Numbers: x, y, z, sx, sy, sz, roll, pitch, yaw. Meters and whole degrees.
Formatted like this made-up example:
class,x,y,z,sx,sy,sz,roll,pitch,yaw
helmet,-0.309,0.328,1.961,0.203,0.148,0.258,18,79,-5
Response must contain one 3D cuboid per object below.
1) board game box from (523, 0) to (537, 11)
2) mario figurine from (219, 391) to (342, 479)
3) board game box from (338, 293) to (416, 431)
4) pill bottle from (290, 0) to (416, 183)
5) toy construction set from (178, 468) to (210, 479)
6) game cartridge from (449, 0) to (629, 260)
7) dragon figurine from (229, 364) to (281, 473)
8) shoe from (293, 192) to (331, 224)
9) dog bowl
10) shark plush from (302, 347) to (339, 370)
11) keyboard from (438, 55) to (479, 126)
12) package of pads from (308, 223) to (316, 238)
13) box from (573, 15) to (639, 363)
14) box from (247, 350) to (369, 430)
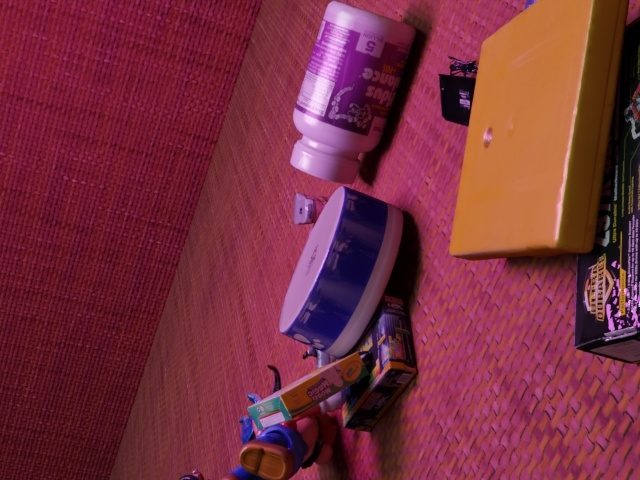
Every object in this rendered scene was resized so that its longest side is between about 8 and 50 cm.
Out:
class,x,y,z,sx,sy,sz,roll,pitch,yaw
board game box,0.292,-0.268,1.143,0.136,0.035,0.201,-148,73,-71
mario figurine,-0.038,0.338,1.450,0.170,0.198,0.320,68,-165,-3
board game box,0.083,0.189,1.413,0.141,0.048,0.170,-95,26,-43
pill bottle,0.049,-0.262,1.656,0.169,0.169,0.301,-125,51,-67
toy construction set,-0.310,0.672,2.037,0.237,0.257,0.309,54,167,9
game cartridge,0.233,-0.121,1.014,0.324,0.053,0.285,171,109,-79
dragon figurine,-0.111,0.378,1.795,0.144,0.085,0.289,-97,27,-48
shoe,-0.004,-0.059,1.811,0.178,0.081,0.063,-157,70,-78
dog bowl,0.031,0.049,1.495,0.265,0.104,0.264,-157,90,-81
shark plush,-0.003,0.203,1.629,0.073,0.067,0.161,178,105,-71
keyboard,0.224,-0.216,1.338,0.192,0.038,0.100,-140,42,-69
package of pads,0.000,0.000,1.830,0.083,0.032,0.050,-104,30,-55
box,0.333,-0.071,0.808,0.257,0.079,0.322,141,139,-65
box,-0.010,0.217,1.360,0.105,0.179,0.043,-32,86,53
